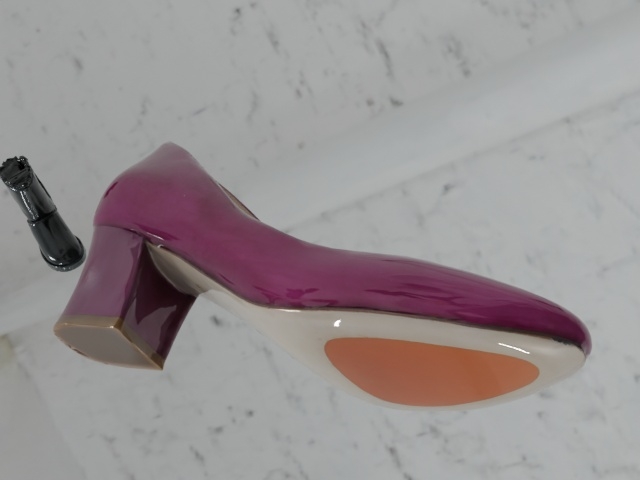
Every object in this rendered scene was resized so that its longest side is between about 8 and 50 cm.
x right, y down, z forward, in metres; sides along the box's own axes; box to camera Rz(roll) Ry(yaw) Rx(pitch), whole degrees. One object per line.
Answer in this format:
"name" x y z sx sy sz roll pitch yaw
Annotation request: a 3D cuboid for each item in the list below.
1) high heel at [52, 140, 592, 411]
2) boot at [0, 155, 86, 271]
"high heel" 0.000 0.000 0.767 0.127 0.377 0.181 60 -137 -49
"boot" -0.302 -0.031 1.277 0.121 0.045 0.099 47 162 45
